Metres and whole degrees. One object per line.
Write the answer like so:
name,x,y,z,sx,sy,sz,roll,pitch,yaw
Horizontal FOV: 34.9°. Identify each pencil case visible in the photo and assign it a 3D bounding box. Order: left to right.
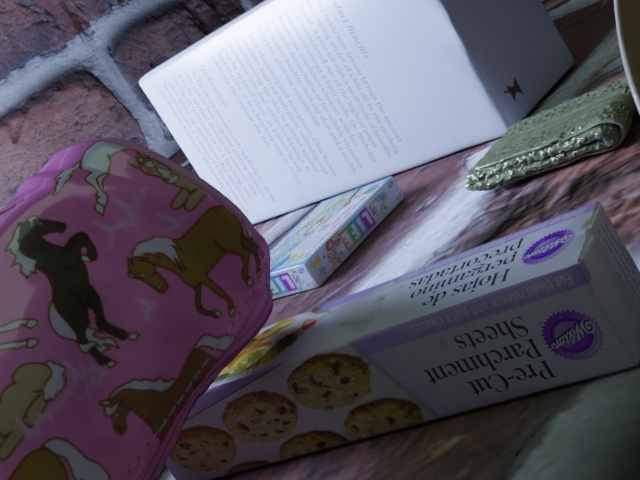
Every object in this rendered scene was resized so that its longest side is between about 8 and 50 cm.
pencil case,-0.164,0.117,0.500,0.160,0.167,0.386,-21,32,47

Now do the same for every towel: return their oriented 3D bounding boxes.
towel,0.193,-0.085,0.828,0.148,0.027,0.110,-22,16,41

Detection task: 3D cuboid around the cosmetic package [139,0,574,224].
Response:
cosmetic package,0.021,-0.188,1.146,0.453,0.230,0.161,-16,21,47

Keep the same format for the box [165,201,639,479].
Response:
box,0.024,0.070,0.586,0.324,0.067,0.063,-22,19,35

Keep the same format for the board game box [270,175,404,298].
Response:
board game box,0.000,0.000,0.964,0.103,0.026,0.154,-18,20,47

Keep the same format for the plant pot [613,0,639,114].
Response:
plant pot,0.283,-0.148,0.437,0.191,0.284,0.284,1,7,-13
